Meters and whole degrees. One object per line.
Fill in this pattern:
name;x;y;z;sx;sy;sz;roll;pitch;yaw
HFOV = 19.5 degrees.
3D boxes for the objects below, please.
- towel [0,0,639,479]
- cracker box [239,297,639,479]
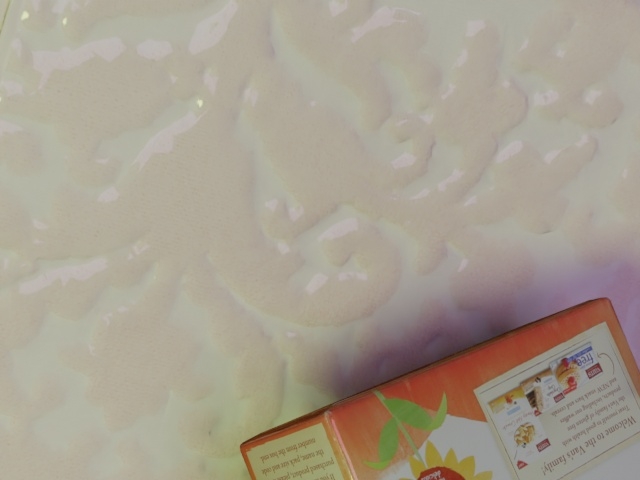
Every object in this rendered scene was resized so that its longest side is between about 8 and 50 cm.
towel;0.000;0.000;0.781;0.332;0.053;0.317;14;100;-25
cracker box;0.084;0.156;0.718;0.156;0.067;0.232;-18;84;-38
